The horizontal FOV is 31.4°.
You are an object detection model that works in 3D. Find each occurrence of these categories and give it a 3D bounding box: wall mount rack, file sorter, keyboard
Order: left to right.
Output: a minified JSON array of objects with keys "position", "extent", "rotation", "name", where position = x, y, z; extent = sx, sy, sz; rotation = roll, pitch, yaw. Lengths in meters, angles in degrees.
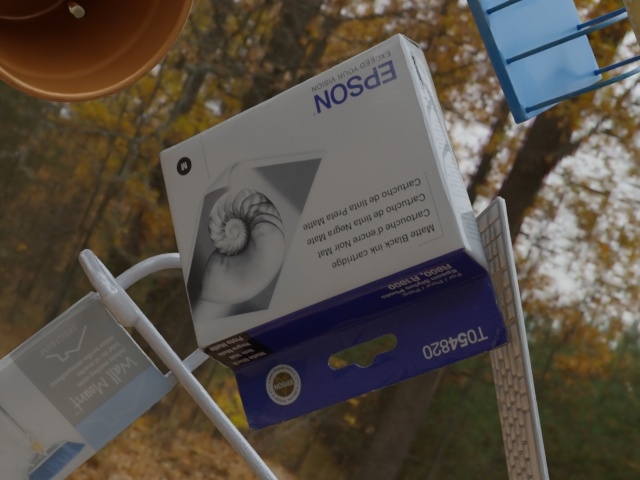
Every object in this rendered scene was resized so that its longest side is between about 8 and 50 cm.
[{"position":[-0.175,0.188,0.908],"extent":[0.304,0.350,0.130],"rotation":[55,-8,-28],"name":"wall mount rack"},{"position":[0.130,0.102,0.762],"extent":[0.014,0.256,0.072],"rotation":[-6,-14,-4],"name":"keyboard"},{"position":[0.183,-0.194,0.841],"extent":[0.118,0.170,0.104],"rotation":[-29,10,-41],"name":"file sorter"}]

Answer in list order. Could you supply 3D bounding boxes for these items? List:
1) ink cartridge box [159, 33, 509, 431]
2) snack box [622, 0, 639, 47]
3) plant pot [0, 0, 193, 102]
[{"position":[0.000,0.000,0.807],"extent":[0.223,0.224,0.045],"rotation":[-23,-18,25],"name":"ink cartridge box"},{"position":[0.263,-0.001,0.533],"extent":[0.060,0.322,0.187],"rotation":[-21,1,-15],"name":"snack box"},{"position":[-0.314,-0.326,1.306],"extent":[0.290,0.291,0.203],"rotation":[28,3,-43],"name":"plant pot"}]
